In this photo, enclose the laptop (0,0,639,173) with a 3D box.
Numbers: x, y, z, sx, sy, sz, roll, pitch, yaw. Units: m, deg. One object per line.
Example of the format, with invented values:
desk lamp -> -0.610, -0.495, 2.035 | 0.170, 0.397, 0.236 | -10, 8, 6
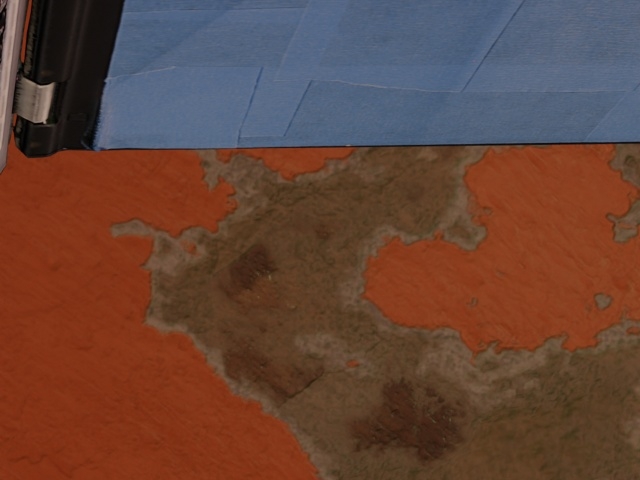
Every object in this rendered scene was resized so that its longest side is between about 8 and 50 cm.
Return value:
laptop -> 0.000, 0.000, 0.409 | 0.408, 0.236, 0.382 | -59, 180, -23
